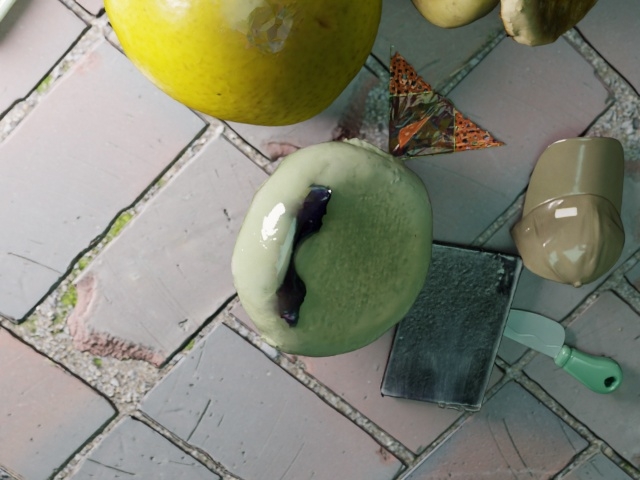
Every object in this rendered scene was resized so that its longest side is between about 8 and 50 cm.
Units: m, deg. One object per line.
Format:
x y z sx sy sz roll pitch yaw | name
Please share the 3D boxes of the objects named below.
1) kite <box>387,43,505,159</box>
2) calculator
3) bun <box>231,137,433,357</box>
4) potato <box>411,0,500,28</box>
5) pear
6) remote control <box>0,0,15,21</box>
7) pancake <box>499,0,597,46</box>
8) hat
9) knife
0.133 -0.149 1.832 0.222 0.008 0.125 37 107 -23 | kite
0.186 0.123 1.956 0.161 0.021 0.261 11 113 -8 | calculator
0.000 0.000 1.787 0.293 0.187 0.293 -15 119 -30 | bun
0.172 -0.401 1.612 0.141 0.191 0.296 11 114 -17 | potato
-0.077 -0.296 1.598 0.340 0.191 0.386 -41 124 4 | pear
-0.370 -0.380 1.602 0.128 0.065 0.335 33 106 -24 | remote control
0.296 -0.406 1.598 0.065 0.356 0.356 15 119 28 | pancake
0.361 -0.041 1.861 0.166 0.144 0.173 -2 138 -11 | hat
0.339 0.151 1.998 0.260 0.034 0.063 29 109 -17 | knife
